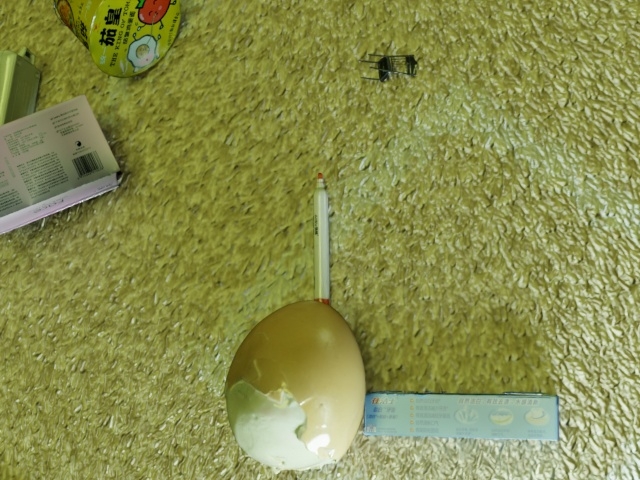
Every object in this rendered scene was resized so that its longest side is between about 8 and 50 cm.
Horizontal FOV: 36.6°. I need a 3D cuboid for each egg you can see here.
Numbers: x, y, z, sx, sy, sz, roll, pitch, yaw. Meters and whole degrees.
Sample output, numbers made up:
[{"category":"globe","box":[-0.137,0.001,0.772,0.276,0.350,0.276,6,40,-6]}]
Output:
[{"category":"egg","box":[-0.032,0.202,1.368,0.201,0.201,0.245,9,67,18]}]

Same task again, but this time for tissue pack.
[{"category":"tissue pack","box":[-0.465,-0.120,1.564,0.246,0.092,0.149,-24,83,-15]}]

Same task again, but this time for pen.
[{"category":"pen","box":[0.000,0.000,1.493,0.026,0.026,0.218,-4,77,16]}]

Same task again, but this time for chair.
[{"category":"chair","box":[0.105,-0.272,1.520,0.086,0.042,0.037,0,77,-20]}]

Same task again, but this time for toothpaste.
[{"category":"toothpaste","box":[0.198,0.246,1.367,0.272,0.053,0.066,-2,82,16]}]

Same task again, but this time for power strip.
[{"category":"power strip","box":[-0.548,-0.168,1.655,0.058,0.098,0.339,4,79,14]}]

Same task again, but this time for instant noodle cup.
[{"category":"instant noodle cup","box":[-0.346,-0.385,1.612,0.144,0.182,0.182,40,91,30]}]
